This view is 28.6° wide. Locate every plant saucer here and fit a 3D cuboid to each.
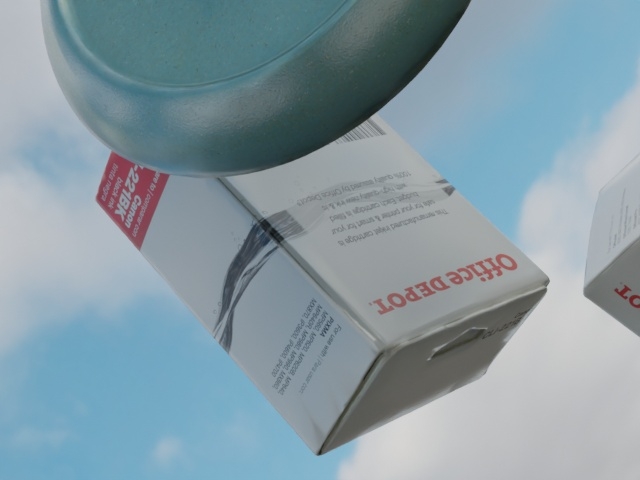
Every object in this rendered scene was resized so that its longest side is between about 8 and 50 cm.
[{"bbox_3d":[-0.047,-0.192,0.738,0.317,0.318,0.044,-57,-33,0],"label":"plant saucer"}]

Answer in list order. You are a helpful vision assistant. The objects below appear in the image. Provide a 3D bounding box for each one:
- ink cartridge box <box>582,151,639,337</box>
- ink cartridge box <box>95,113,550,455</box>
[{"bbox_3d":[0.343,-0.023,0.960,0.232,0.171,0.168,-48,8,34],"label":"ink cartridge box"},{"bbox_3d":[0.000,0.000,0.919,0.197,0.273,0.114,-17,-36,-45],"label":"ink cartridge box"}]
